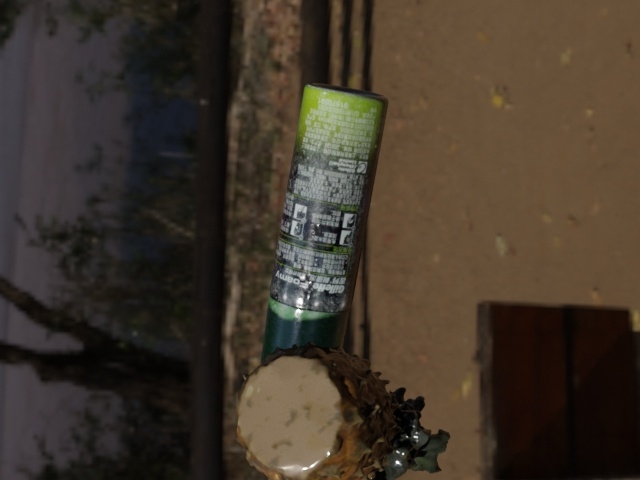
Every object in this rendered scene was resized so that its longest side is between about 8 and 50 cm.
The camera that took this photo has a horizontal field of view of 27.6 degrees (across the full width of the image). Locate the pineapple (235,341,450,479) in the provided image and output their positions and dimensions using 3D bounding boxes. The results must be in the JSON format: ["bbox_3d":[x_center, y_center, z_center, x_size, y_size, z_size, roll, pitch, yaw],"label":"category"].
[{"bbox_3d":[0.026,0.184,1.305,0.170,0.310,0.141,-5,77,24],"label":"pineapple"}]

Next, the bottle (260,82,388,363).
[{"bbox_3d":[0.000,0.000,1.410,0.093,0.093,0.330,-146,64,-66],"label":"bottle"}]
